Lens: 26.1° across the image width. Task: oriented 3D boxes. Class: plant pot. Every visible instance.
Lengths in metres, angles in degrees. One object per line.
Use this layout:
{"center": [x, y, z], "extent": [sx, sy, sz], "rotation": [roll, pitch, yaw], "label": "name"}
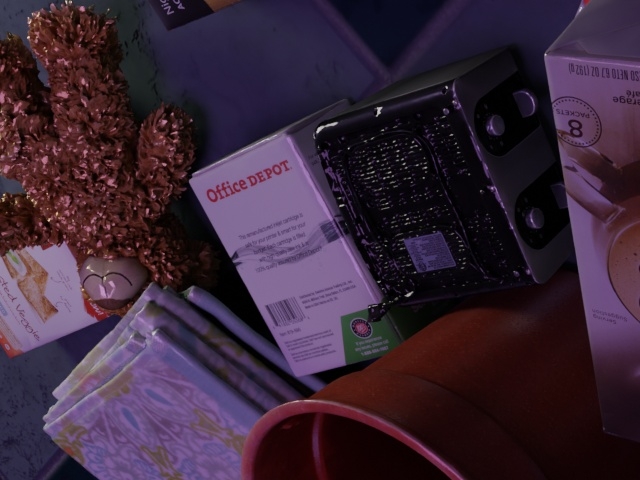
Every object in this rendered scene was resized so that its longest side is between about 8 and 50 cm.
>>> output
{"center": [0.128, 0.168, 1.050], "extent": [0.272, 0.265, 0.272], "rotation": [26, 133, 31], "label": "plant pot"}

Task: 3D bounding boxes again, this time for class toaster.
{"center": [0.096, -0.042, 1.067], "extent": [0.185, 0.110, 0.168], "rotation": [-14, 105, 46], "label": "toaster"}

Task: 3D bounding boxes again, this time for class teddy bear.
{"center": [-0.225, -0.061, 1.307], "extent": [0.245, 0.113, 0.338], "rotation": [-5, 115, -2], "label": "teddy bear"}

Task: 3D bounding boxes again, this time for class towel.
{"center": [-0.079, 0.218, 1.369], "extent": [0.374, 0.090, 0.320], "rotation": [40, 143, -7], "label": "towel"}

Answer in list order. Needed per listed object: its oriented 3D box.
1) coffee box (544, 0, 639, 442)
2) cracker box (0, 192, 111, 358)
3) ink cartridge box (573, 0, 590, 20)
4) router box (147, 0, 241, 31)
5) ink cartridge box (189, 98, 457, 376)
{"center": [0.252, -0.005, 0.833], "extent": [0.168, 0.119, 0.297], "rotation": [11, 133, 35], "label": "coffee box"}
{"center": [-0.308, 0.029, 1.521], "extent": [0.232, 0.067, 0.156], "rotation": [-23, 99, 47], "label": "cracker box"}
{"center": [0.256, -0.127, 0.915], "extent": [0.179, 0.045, 0.145], "rotation": [37, 136, 23], "label": "ink cartridge box"}
{"center": [-0.107, -0.333, 1.048], "extent": [0.243, 0.081, 0.309], "rotation": [-12, 118, 47], "label": "router box"}
{"center": [0.000, 0.000, 1.200], "extent": [0.153, 0.087, 0.208], "rotation": [-18, 103, 48], "label": "ink cartridge box"}
